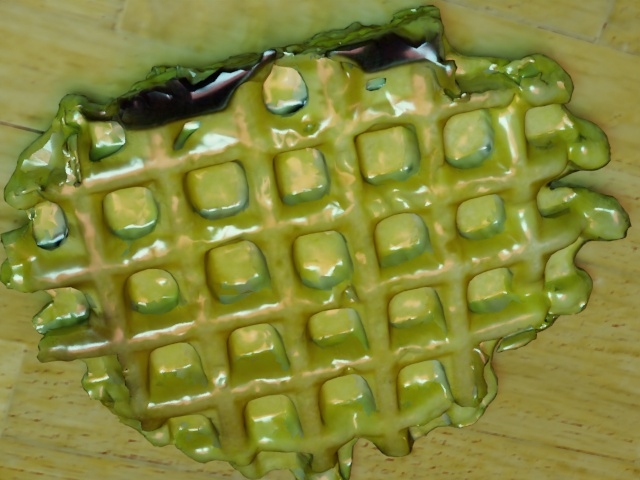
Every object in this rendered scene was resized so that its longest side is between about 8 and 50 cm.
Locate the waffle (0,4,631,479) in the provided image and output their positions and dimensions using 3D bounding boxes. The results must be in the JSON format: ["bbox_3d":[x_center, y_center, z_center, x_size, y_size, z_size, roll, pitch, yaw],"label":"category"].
[{"bbox_3d":[0.001,0.002,0.802,0.312,0.060,0.307,-43,118,11],"label":"waffle"}]
